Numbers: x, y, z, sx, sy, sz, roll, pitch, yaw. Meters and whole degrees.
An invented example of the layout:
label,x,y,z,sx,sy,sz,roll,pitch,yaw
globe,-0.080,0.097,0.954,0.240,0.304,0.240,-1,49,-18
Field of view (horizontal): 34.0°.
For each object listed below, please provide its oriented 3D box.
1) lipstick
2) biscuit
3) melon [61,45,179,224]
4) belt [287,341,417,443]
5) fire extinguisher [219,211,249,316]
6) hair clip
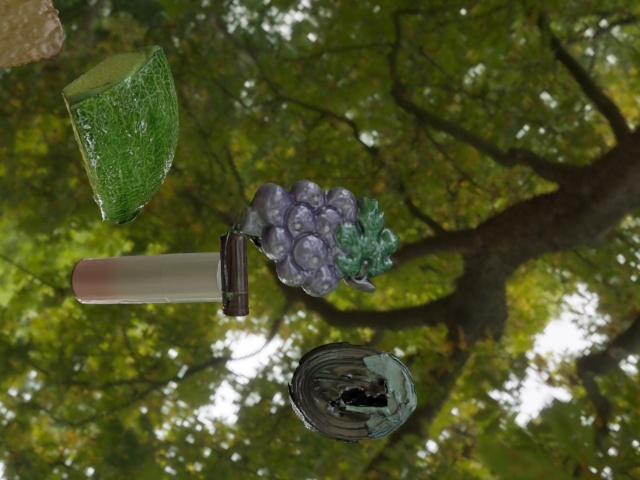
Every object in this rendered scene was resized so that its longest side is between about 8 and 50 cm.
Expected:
label,x,y,z,sx,sy,sz,roll,pitch,yaw
lipstick,-0.292,0.068,1.861,0.326,0.087,0.087,-3,-127,29
biscuit,-0.460,-0.318,1.309,0.236,0.232,0.013,-19,-174,-24
melon,-0.315,-0.143,1.693,0.124,0.324,0.196,28,-130,29
belt,0.033,0.163,1.116,0.058,0.139,0.105,116,-22,-77
fire extinguisher,-0.135,0.040,1.622,0.078,0.045,0.157,-44,135,-76
hair clip,-0.001,-0.001,1.150,0.052,0.195,0.124,14,-86,65
